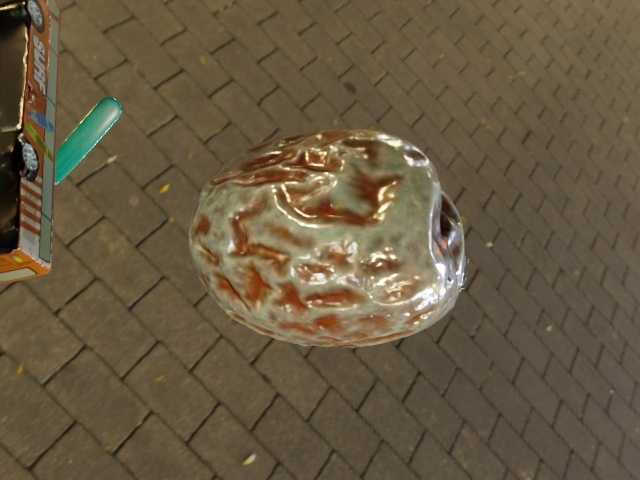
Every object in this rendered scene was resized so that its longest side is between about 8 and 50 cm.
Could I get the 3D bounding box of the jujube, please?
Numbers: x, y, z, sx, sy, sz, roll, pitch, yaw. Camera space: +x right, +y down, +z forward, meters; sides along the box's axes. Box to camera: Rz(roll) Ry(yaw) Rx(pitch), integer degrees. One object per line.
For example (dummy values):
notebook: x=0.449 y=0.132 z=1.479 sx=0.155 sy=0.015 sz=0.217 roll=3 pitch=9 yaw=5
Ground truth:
jujube: x=-0.004 y=-0.005 z=0.790 sx=0.215 sy=0.307 sz=0.247 roll=29 pitch=57 yaw=-58

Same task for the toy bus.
toy bus: x=-0.361 y=-0.149 z=0.821 sx=0.093 sy=0.092 sz=0.409 roll=-11 pitch=63 yaw=6

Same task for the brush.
brush: x=-0.413 y=-0.169 z=1.219 sx=0.043 sy=0.032 sz=0.193 roll=43 pitch=72 yaw=-24
